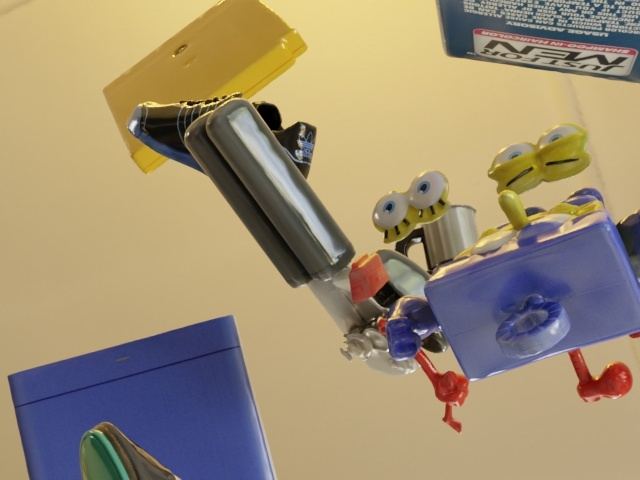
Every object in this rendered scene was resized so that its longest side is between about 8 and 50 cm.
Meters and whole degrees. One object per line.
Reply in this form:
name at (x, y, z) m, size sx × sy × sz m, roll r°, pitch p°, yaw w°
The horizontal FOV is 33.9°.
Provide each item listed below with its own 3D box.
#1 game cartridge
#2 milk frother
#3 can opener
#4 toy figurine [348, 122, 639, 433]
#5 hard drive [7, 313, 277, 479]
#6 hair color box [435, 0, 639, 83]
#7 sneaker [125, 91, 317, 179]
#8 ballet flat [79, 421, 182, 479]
game cartridge at (-0.178, -0.244, 1.542) m, size 0.285 × 0.324 × 0.053 m, roll -37°, pitch -59°, yaw 1°
milk frother at (0.172, 0.018, 1.446) m, size 0.129 × 0.143 × 0.135 m, roll -7°, pitch -111°, yaw -9°
can opener at (0.000, 0.000, 0.865) m, size 0.280 × 0.093 × 0.074 m, roll 50°, pitch -34°, yaw -15°
toy figurine at (0.168, 0.033, 0.606) m, size 0.362 × 0.217 × 0.191 m, roll -19°, pitch -83°, yaw 23°
hard drive at (-0.138, 0.247, 0.926) m, size 0.210 × 0.040 × 0.319 m, roll -15°, pitch -99°, yaw -1°
hair color box at (0.093, -0.185, 0.336) m, size 0.105 × 0.347 × 0.174 m, roll 10°, pitch -96°, yaw 10°
sneaker at (-0.096, -0.107, 1.035) m, size 0.232 × 0.081 × 0.091 m, roll 28°, pitch -81°, yaw 33°
ballet flat at (-0.084, 0.199, 0.624) m, size 0.074 × 0.074 × 0.203 m, roll -45°, pitch -122°, yaw 31°
